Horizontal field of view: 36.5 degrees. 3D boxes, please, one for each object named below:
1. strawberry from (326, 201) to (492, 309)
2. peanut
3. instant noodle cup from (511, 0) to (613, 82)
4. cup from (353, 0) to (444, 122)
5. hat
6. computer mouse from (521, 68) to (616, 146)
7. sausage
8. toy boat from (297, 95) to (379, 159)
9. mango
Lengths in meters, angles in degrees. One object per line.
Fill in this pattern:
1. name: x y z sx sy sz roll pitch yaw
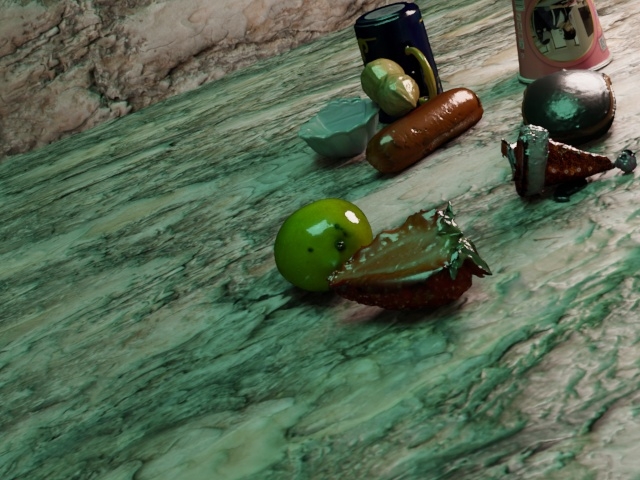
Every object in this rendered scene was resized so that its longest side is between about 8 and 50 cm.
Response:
1. strawberry: 0.133 0.059 1.474 0.228 0.098 0.174 -30 37 6
2. peanut: 0.154 -0.339 2.162 0.117 0.101 0.263 15 21 -21
3. instant noodle cup: 0.552 -0.525 2.281 0.244 0.255 0.244 -15 21 6
4. cup: 0.218 -0.433 2.333 0.255 0.256 0.178 7 34 46
5. hat: 0.435 -0.138 1.701 0.227 0.129 0.140 2 8 6
6. computer mouse: 0.496 -0.283 1.947 0.183 0.116 0.323 -7 24 15
7. sausage: 0.231 -0.242 2.085 0.330 0.102 0.102 -34 26 -31
8. toy boat: 0.053 -0.261 2.272 0.199 0.100 0.290 -14 23 10
9. mango: 0.000 0.000 1.663 0.175 0.143 0.293 -27 12 -3
